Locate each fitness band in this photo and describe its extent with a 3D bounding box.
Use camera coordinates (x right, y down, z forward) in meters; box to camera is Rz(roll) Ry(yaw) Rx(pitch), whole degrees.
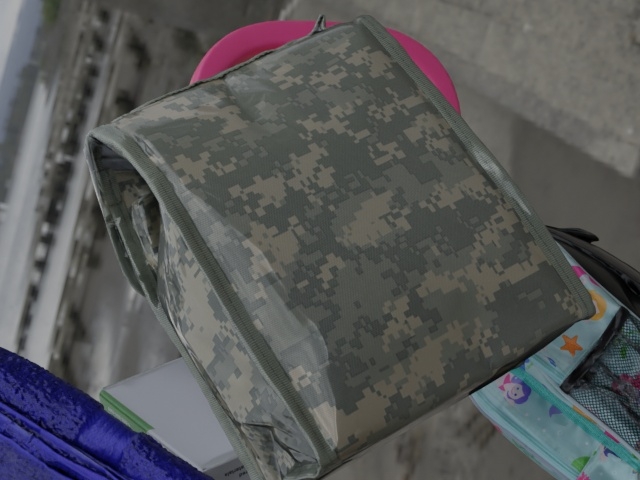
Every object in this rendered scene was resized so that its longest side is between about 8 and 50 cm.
[{"bbox_3d":[0.008,-0.122,1.340,0.054,0.291,0.209,136,130,-64],"label":"fitness band"}]

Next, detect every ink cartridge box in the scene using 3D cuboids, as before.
[{"bbox_3d":[-0.107,0.284,1.317,0.201,0.117,0.278,25,128,49],"label":"ink cartridge box"}]

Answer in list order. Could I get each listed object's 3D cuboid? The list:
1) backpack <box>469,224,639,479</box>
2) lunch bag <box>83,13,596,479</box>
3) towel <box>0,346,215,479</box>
[{"bbox_3d":[0.231,0.102,1.125,0.191,0.253,0.225,-47,-14,8],"label":"backpack"},{"bbox_3d":[0.000,0.000,0.919,0.287,0.235,0.169,59,155,10],"label":"lunch bag"},{"bbox_3d":[-0.228,0.233,1.162,0.076,0.308,0.227,-41,-23,-52],"label":"towel"}]
